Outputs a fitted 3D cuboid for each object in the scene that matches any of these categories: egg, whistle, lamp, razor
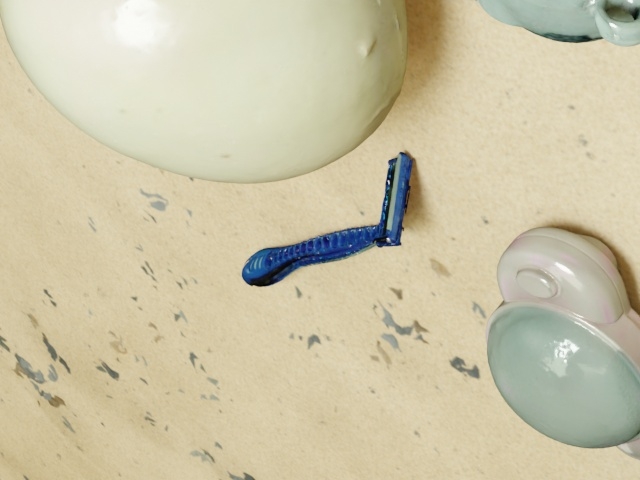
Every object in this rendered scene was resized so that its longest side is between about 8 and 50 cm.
[{"bbox_3d":[-0.094,-0.190,1.263,0.283,0.345,0.283,-7,83,63],"label":"egg"},{"bbox_3d":[0.175,-0.245,1.120,0.163,0.163,0.289,102,155,-48],"label":"whistle"},{"bbox_3d":[0.226,0.102,1.399,0.179,0.108,0.246,9,130,38],"label":"lamp"},{"bbox_3d":[0.011,0.004,1.574,0.056,0.093,0.324,20,156,-25],"label":"razor"}]
